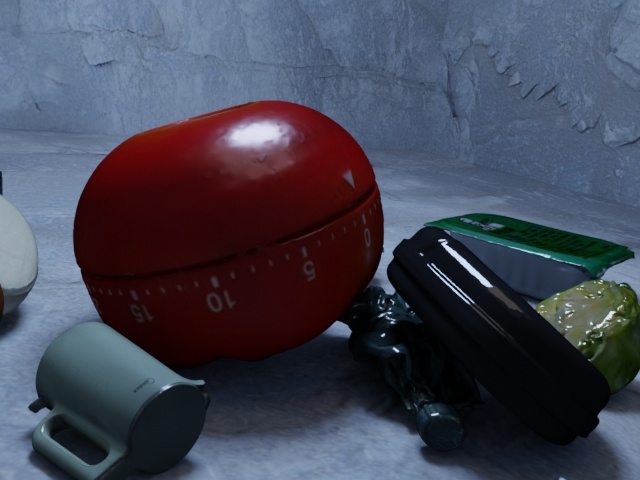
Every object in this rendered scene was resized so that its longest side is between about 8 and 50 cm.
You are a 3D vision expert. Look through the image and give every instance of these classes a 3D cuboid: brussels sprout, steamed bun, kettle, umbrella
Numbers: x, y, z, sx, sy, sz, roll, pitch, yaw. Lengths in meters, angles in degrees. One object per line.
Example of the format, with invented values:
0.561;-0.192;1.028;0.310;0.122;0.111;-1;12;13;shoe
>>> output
0.363;0.135;1.040;0.151;0.122;0.149;-34;19;-13;brussels sprout
-0.457;0.023;0.992;0.177;0.130;0.228;47;12;-25;steamed bun
-0.195;0.148;0.728;0.148;0.098;0.126;22;14;37;kettle
0.104;0.136;0.948;0.143;0.094;0.349;1;16;-8;umbrella

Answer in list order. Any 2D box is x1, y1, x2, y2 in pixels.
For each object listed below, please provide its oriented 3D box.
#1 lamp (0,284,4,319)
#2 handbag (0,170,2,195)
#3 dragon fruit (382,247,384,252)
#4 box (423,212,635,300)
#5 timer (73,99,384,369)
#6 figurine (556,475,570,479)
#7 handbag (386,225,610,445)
-0.422;0.059;0.753;0.223;0.196;0.223;24;39;-22;lamp
-0.545;-0.021;1.069;0.062;0.179;0.229;14;17;26;handbag
0.000;0.000;1.395;0.211;0.147;0.282;-15;22;-37;dragon fruit
0.392;0.036;1.486;0.336;0.106;0.264;16;15;36;box
-0.111;-0.020;0.968;0.377;0.279;0.378;-15;15;4;timer
0.091;0.210;0.525;0.249;0.141;0.166;18;18;38;figurine
0.201;0.101;0.895;0.253;0.093;0.308;36;9;-39;handbag
